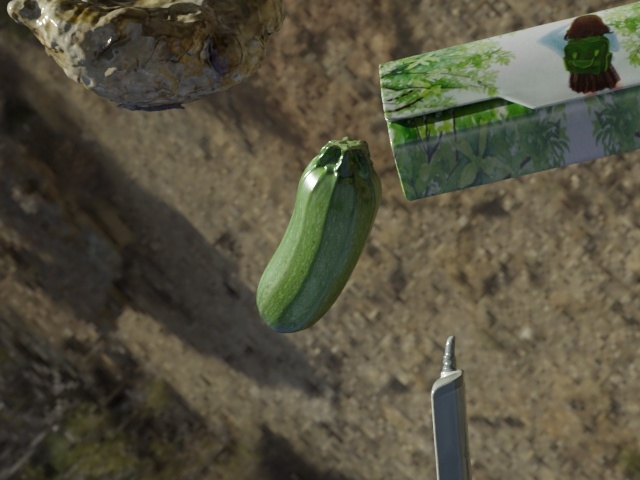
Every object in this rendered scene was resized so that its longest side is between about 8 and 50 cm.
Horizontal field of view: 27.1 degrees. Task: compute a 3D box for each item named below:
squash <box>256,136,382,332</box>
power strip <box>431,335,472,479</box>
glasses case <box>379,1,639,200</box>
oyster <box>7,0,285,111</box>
[{"bbox_3d":[0.000,0.000,1.167,0.077,0.068,0.219,21,129,1],"label":"squash"},{"bbox_3d":[0.108,0.202,1.053,0.060,0.027,0.252,14,-108,-82],"label":"power strip"},{"bbox_3d":[0.177,-0.102,0.843,0.095,0.272,0.062,-93,-13,-54],"label":"glasses case"},{"bbox_3d":[-0.056,-0.085,0.471,0.081,0.083,0.038,39,160,1],"label":"oyster"}]
